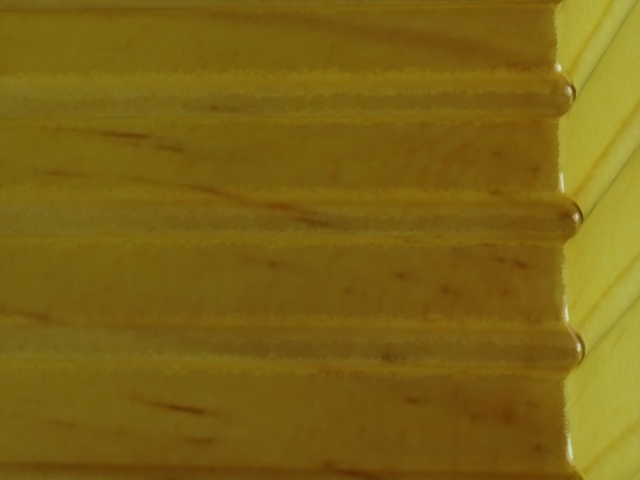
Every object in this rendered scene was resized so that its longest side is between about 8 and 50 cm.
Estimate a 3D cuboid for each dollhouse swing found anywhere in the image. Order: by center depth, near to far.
[{"bbox_3d":[-0.003,-0.092,0.296,0.305,0.315,0.347,76,-164,-65],"label":"dollhouse swing"}]
